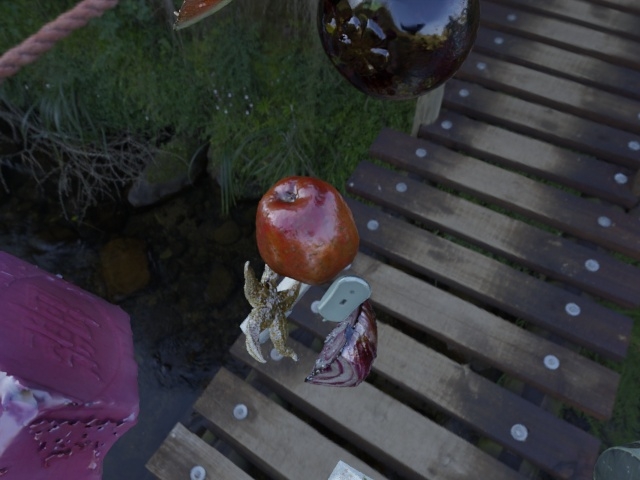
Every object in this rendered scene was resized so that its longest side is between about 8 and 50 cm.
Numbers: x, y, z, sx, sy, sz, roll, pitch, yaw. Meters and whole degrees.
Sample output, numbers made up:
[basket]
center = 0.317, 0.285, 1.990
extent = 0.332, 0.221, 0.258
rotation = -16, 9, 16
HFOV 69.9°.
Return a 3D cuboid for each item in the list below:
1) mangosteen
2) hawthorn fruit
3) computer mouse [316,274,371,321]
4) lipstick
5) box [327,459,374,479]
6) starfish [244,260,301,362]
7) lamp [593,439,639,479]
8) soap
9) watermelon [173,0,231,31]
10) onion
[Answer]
[mangosteen]
center = 0.124, -0.350, 0.674
extent = 0.231, 0.231, 0.289
rotation = 21, 64, 12
[hawthorn fruit]
center = -0.024, -0.020, 0.777
extent = 0.189, 0.189, 0.189
rotation = 1, 54, -2
[computer mouse]
center = 0.034, 0.089, 0.719
extent = 0.055, 0.110, 0.032
rotation = 29, 33, -14
[lipstick]
center = -0.118, 0.181, 1.311
extent = 0.253, 0.079, 0.077
rotation = -49, 64, 11
[box]
center = 0.109, 0.665, 1.162
extent = 0.220, 0.032, 0.122
rotation = 14, 45, 36
[starfish]
center = -0.094, 0.130, 0.942
extent = 0.062, 0.277, 0.236
rotation = -5, 36, 31
[lamp]
center = 0.368, 0.233, 0.412
extent = 0.214, 0.121, 0.121
rotation = 4, 53, -9
[soap]
center = -0.240, 0.110, 0.381
extent = 0.099, 0.162, 0.250
rotation = -55, 29, -4
[watermelon]
center = -0.136, -0.373, 0.625
extent = 0.063, 0.245, 0.119
rotation = 51, 57, -21
[onion]
center = 0.099, 0.296, 1.337
extent = 0.146, 0.314, 0.280
rotation = 32, 53, 3
